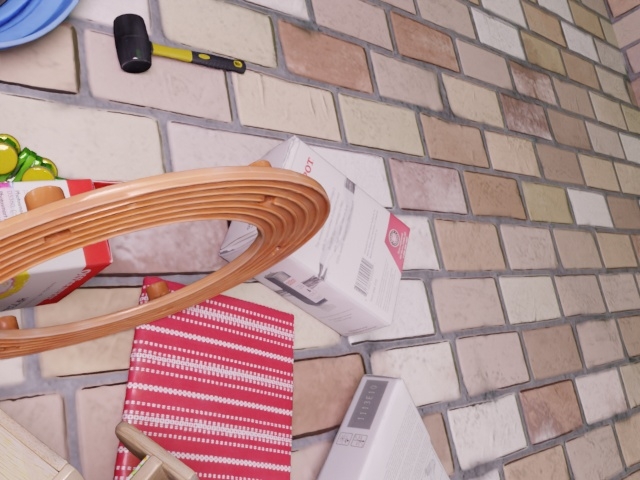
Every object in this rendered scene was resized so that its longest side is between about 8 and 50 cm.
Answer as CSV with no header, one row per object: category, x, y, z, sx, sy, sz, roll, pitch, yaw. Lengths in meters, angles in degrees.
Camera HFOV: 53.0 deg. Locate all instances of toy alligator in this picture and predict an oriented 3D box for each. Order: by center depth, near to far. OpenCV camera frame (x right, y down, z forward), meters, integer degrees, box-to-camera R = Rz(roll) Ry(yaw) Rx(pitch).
toy alligator,-0.306,-0.075,0.591,0.189,0.056,0.051,35,92,-27

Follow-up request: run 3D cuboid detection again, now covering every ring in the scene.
ring,-0.152,0.021,0.489,0.336,0.336,0.032,-9,73,-45

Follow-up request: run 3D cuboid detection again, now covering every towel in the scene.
towel,-0.114,0.189,0.671,0.198,0.031,0.275,20,58,-34

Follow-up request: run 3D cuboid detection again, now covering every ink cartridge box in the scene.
ink cartridge box,-0.268,0.011,0.526,0.230,0.134,0.078,-8,77,-44
ink cartridge box,0.069,0.341,0.758,0.275,0.060,0.239,-59,135,-40
ink cartridge box,0.000,0.000,0.811,0.217,0.092,0.159,37,51,-28

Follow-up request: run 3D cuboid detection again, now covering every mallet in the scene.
mallet,-0.170,-0.238,0.796,0.189,0.039,0.063,-14,86,-49

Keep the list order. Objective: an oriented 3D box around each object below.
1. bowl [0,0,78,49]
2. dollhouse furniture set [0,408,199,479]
bowl,-0.359,-0.354,0.540,0.391,0.077,0.392,9,79,-62
dollhouse furniture set,-0.216,0.213,0.460,0.212,0.160,0.242,-48,147,-31
